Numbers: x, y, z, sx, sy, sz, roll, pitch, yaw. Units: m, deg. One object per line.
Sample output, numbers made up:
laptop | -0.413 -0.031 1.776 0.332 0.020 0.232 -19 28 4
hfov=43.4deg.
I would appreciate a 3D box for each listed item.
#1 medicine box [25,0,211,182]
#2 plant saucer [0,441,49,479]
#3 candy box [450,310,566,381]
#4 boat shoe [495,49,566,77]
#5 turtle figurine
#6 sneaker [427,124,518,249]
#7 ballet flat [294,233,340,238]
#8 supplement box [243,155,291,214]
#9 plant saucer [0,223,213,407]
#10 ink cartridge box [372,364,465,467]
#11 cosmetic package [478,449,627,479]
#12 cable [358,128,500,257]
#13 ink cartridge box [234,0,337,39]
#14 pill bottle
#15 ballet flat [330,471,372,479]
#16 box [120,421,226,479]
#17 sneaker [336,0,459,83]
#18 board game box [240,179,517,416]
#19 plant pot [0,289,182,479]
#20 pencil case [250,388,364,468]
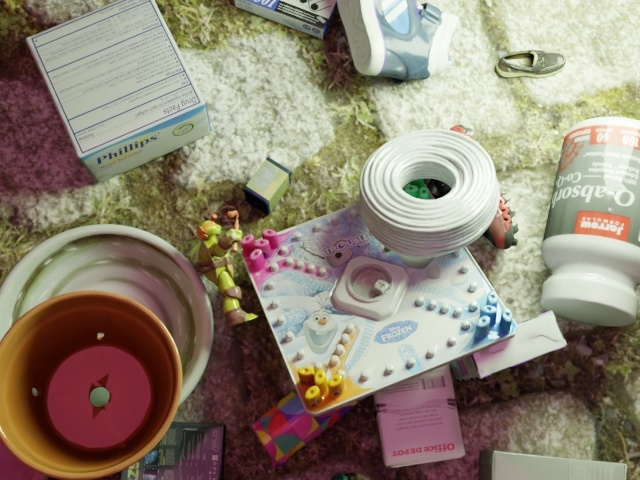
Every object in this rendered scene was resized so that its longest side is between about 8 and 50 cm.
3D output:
medicine box | -0.399 -0.309 1.616 0.263 0.149 0.289 -25 77 -8
plant saucer | -0.624 0.406 1.389 0.332 0.084 0.332 -1 43 1
candy box | 0.332 0.198 1.474 0.165 0.196 0.070 -19 80 -7
boat shoe | 0.452 -0.378 1.711 0.152 0.049 0.056 -9 75 -4
turtle figurine | -0.181 0.050 1.477 0.087 0.269 0.217 -19 87 -22
sneaker | 0.289 -0.092 1.604 0.135 0.097 0.276 -24 75 -8
ballet flat | 0.000 0.000 1.586 0.203 0.074 0.074 -13 76 -1
supplement box | -0.104 -0.108 1.603 0.056 0.083 0.083 34 77 7
plant saucer | -0.401 0.171 1.499 0.400 0.100 0.400 2 72 -7
ink cartridge box | 0.174 0.310 1.496 0.148 0.086 0.203 -6 76 -3
cosmetic package | 0.410 0.438 1.449 0.238 0.127 0.107 9 75 -1
cable | 0.197 -0.090 1.468 0.257 0.089 0.257 -11 51 -1
ink cartridge box | -0.072 -0.518 1.736 0.207 0.046 0.097 21 74 4
pill bottle | 0.541 -0.033 1.536 0.210 0.210 0.363 15 75 2
ballet flat | -0.029 0.632 1.379 0.182 0.164 0.483 42 75 -9
box | -0.270 0.448 1.460 0.183 0.059 0.232 1 75 -2
sneaker | 0.172 -0.488 1.691 0.236 0.130 0.322 -4 76 -23
board game box | 0.089 0.075 1.443 0.390 0.050 0.390 -21 52 -8
plant pot | -0.371 0.245 1.320 0.291 0.203 0.291 2 72 -7
pencil case | -0.019 0.313 1.487 0.236 0.104 0.104 -37 79 -8
